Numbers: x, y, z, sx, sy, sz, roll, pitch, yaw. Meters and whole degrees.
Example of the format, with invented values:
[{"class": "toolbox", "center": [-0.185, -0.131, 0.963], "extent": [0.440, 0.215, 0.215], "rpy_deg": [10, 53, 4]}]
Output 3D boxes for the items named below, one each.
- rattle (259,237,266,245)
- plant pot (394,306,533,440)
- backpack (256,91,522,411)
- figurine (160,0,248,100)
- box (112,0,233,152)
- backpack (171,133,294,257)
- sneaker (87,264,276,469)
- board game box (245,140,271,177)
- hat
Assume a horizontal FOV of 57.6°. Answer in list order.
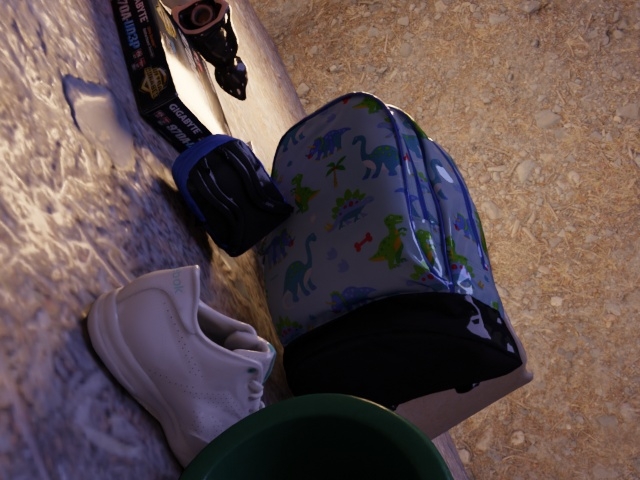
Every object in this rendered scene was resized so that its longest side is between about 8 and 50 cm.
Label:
[{"class": "rattle", "center": [0.000, 0.000, 0.880], "extent": [0.130, 0.143, 0.200], "rpy_deg": [-19, 72, -47]}, {"class": "plant pot", "center": [0.207, 0.217, 1.090], "extent": [0.334, 0.305, 0.334], "rpy_deg": [63, 8, -15]}, {"class": "backpack", "center": [0.064, -0.005, 0.723], "extent": [0.273, 0.290, 0.356], "rpy_deg": [39, 45, -29]}, {"class": "figurine", "center": [-0.204, -0.358, 0.981], "extent": [0.215, 0.092, 0.209], "rpy_deg": [55, -3, 20]}, {"class": "box", "center": [-0.187, -0.208, 0.768], "extent": [0.220, 0.051, 0.175], "rpy_deg": [68, 9, 28]}, {"class": "backpack", "center": [-0.111, -0.057, 0.656], "extent": [0.101, 0.098, 0.120], "rpy_deg": [27, -26, 51]}, {"class": "sneaker", "center": [-0.066, 0.108, 0.419], "extent": [0.212, 0.094, 0.080], "rpy_deg": [60, 8, -30]}, {"class": "board game box", "center": [-0.102, -0.097, 1.065], "extent": [0.103, 0.026, 0.154], "rpy_deg": [55, 12, -48]}, {"class": "hat", "center": [0.011, 0.222, 0.394], "extent": [0.173, 0.208, 0.184], "rpy_deg": [47, -26, 43]}]
